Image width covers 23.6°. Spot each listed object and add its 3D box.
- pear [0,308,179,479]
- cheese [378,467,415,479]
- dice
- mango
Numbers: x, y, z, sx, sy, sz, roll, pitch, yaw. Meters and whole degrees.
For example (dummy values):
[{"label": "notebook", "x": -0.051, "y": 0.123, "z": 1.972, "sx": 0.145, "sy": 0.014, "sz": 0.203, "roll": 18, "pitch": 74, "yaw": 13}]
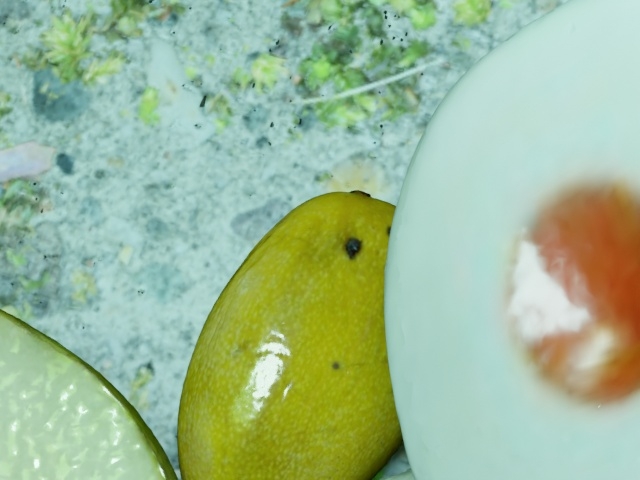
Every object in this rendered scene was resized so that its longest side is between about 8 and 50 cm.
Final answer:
[{"label": "pear", "x": -0.221, "y": 0.233, "z": 0.970, "sx": 0.340, "sy": 0.191, "sz": 0.386, "roll": -19, "pitch": 74, "yaw": 8}, {"label": "cheese", "x": 0.077, "y": 0.227, "z": 0.923, "sx": 0.198, "sy": 0.154, "sz": 0.189, "roll": 27, "pitch": 78, "yaw": 19}, {"label": "dice", "x": 0.225, "y": 0.049, "z": 0.813, "sx": 0.277, "sy": 0.304, "sz": 0.304, "roll": -30, "pitch": 61, "yaw": 34}, {"label": "mango", "x": -0.003, "y": 0.088, "z": 0.974, "sx": 0.109, "sy": 0.157, "sz": 0.262, "roll": -9, "pitch": 56, "yaw": 54}]
